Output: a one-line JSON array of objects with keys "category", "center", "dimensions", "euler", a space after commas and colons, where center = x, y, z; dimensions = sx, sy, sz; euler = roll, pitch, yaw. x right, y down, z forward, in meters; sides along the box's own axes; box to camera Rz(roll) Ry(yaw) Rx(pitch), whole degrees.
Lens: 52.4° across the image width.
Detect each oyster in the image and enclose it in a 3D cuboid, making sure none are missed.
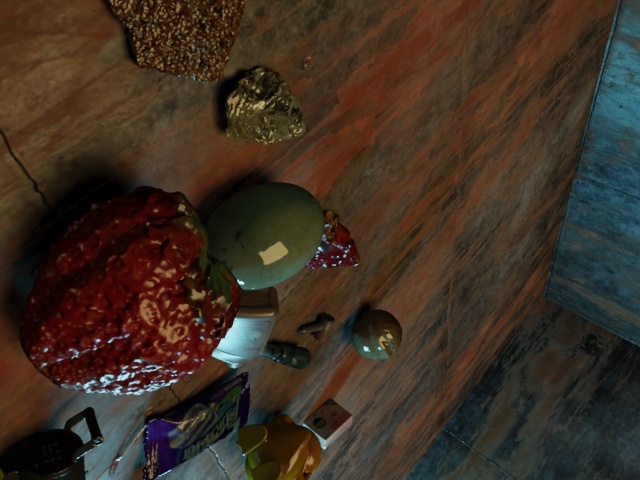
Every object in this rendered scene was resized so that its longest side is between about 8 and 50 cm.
[{"category": "oyster", "center": [-0.086, -0.209, 1.039], "dimensions": [0.177, 0.064, 0.125], "euler": [-21, 138, -45]}]

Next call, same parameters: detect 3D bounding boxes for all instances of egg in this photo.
[{"category": "egg", "center": [-0.096, -0.008, 1.094], "dimensions": [0.236, 0.169, 0.169], "euler": [-33, 142, -41]}]

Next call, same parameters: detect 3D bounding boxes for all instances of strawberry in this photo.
[{"category": "strawberry", "center": [-0.263, 0.078, 0.865], "dimensions": [0.288, 0.250, 0.238], "euler": [-28, 153, -3]}]

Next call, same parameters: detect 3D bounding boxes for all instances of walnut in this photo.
[{"category": "walnut", "center": [0.153, 0.258, 1.767], "dimensions": [0.140, 0.140, 0.162], "euler": [-55, 161, -8]}]

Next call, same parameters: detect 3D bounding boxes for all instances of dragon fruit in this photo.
[{"category": "dragon fruit", "center": [0.002, -0.018, 1.370], "dimensions": [0.192, 0.123, 0.092], "euler": [52, 33, -56]}]

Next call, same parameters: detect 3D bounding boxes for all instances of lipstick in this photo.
[{"category": "lipstick", "center": [-0.096, 0.253, 1.461], "dimensions": [0.053, 0.053, 0.234], "euler": [-59, 150, 0]}]

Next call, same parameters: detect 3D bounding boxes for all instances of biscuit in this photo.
[{"category": "biscuit", "center": [-0.193, -0.280, 0.839], "dimensions": [0.237, 0.026, 0.131], "euler": [-5, 119, -57]}]

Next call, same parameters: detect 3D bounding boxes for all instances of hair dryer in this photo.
[{"category": "hair dryer", "center": [-0.018, 0.217, 1.571], "dimensions": [0.114, 0.037, 0.063], "euler": [-3, 121, -48]}]

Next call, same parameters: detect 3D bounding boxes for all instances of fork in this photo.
[{"category": "fork", "center": [-0.362, 0.391, 1.216], "dimensions": [0.115, 0.012, 0.016], "euler": [-56, 151, -4]}]

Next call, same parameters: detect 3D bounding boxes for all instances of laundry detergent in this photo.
[{"category": "laundry detergent", "center": [-0.178, 0.161, 1.185], "dimensions": [0.171, 0.076, 0.237], "euler": [6, 143, -16]}]

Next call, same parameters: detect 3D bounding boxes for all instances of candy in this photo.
[{"category": "candy", "center": [-0.246, 0.375, 1.330], "dimensions": [0.275, 0.070, 0.145], "euler": [-19, 125, -43]}]

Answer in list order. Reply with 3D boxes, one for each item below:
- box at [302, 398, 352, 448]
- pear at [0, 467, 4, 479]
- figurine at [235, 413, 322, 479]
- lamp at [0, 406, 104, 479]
[{"category": "box", "center": [0.021, 0.522, 1.853], "dimensions": [0.125, 0.089, 0.043], "euler": [-34, 142, -39]}, {"category": "pear", "center": [-0.502, 0.317, 0.773], "dimensions": [0.220, 0.187, 0.187], "euler": [-21, 135, -36]}, {"category": "figurine", "center": [-0.092, 0.520, 1.587], "dimensions": [0.215, 0.215, 0.228], "euler": [-46, 162, -22]}, {"category": "lamp", "center": [-0.427, 0.391, 1.015], "dimensions": [0.172, 0.147, 0.227], "euler": [-9, 119, -26]}]
